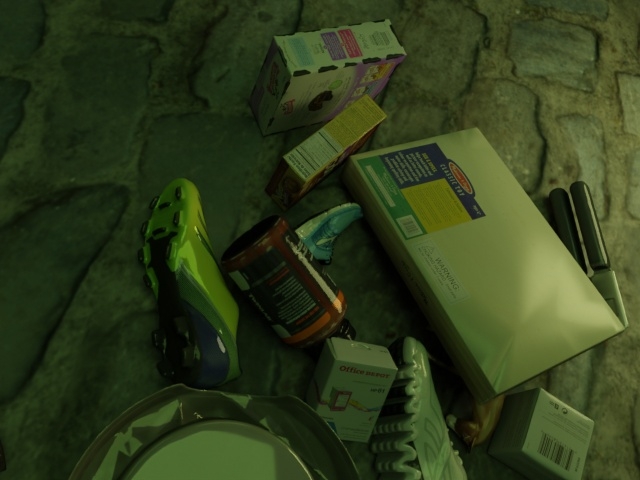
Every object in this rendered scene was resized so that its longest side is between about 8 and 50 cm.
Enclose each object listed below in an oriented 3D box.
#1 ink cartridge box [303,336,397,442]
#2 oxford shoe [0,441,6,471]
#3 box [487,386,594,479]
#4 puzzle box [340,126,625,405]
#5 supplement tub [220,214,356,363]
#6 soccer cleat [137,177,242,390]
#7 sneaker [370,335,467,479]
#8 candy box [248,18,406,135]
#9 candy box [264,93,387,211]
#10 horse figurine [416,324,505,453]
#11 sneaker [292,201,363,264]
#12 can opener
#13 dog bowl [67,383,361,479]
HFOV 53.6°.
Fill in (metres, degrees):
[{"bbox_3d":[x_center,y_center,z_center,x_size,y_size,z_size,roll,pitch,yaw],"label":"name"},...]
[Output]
[{"bbox_3d":[0.035,0.195,0.824,0.088,0.052,0.122,12,110,-17],"label":"ink cartridge box"},{"bbox_3d":[-0.457,0.270,0.631,0.271,0.097,0.098,-30,88,-28],"label":"oxford shoe"},{"bbox_3d":[0.317,0.284,0.913,0.101,0.087,0.102,32,61,-6],"label":"box"},{"bbox_3d":[0.239,0.012,0.962,0.272,0.052,0.409,-16,64,-28],"label":"puzzle box"},{"bbox_3d":[-0.036,0.070,0.845,0.106,0.106,0.198,-44,105,-29],"label":"supplement tub"},{"bbox_3d":[-0.165,0.056,0.842,0.121,0.093,0.289,16,55,-48],"label":"soccer cleat"},{"bbox_3d":[0.131,0.276,0.847,0.118,0.110,0.292,6,76,-26],"label":"sneaker"},{"bbox_3d":[0.006,-0.247,0.966,0.196,0.165,0.070,-18,76,-26],"label":"candy box"},{"bbox_3d":[0.008,-0.131,0.953,0.186,0.109,0.053,-40,86,-28],"label":"candy box"},{"bbox_3d":[0.256,0.163,0.952,0.263,0.066,0.174,-37,78,-25],"label":"horse figurine"},{"bbox_3d":[0.000,0.000,0.935,0.162,0.063,0.073,-33,97,-21],"label":"sneaker"},{"bbox_3d":[0.443,0.030,1.058,0.093,0.074,0.280,28,52,-50],"label":"can opener"},{"bbox_3d":[-0.120,0.337,0.722,0.348,0.102,0.349,7,68,-18],"label":"dog bowl"}]
